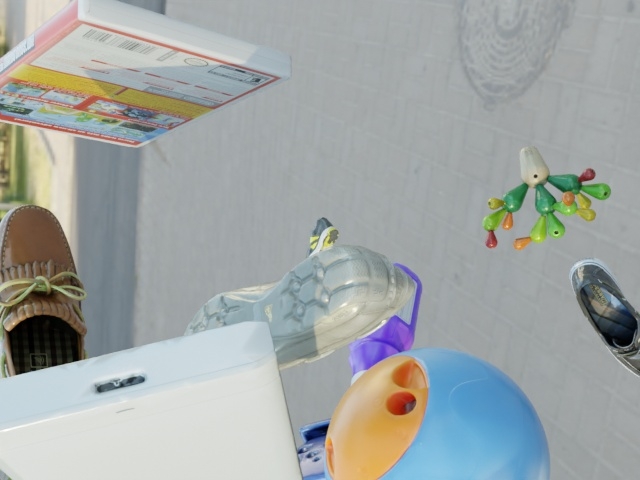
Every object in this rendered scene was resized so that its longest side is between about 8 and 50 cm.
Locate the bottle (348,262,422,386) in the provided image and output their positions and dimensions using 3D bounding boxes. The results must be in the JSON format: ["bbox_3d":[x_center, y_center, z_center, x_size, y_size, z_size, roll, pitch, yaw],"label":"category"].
[{"bbox_3d":[0.107,0.161,1.462,0.118,0.092,0.282,-40,19,35],"label":"bottle"}]

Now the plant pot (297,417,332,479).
[{"bbox_3d":[0.076,0.446,1.553,0.235,0.236,0.212,64,-160,-21],"label":"plant pot"}]

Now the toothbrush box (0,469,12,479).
[{"bbox_3d":[-0.373,0.340,0.762,0.283,0.122,0.206,-65,-32,-69],"label":"toothbrush box"}]

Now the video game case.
[{"bbox_3d":[-0.193,-0.147,0.803,0.285,0.204,0.025,-13,75,48],"label":"video game case"}]

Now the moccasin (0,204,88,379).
[{"bbox_3d":[-0.386,0.117,1.161,0.147,0.139,0.379,-43,46,47],"label":"moccasin"}]

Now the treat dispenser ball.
[{"bbox_3d":[0.147,0.283,1.096,0.288,0.288,0.288,-178,90,-68],"label":"treat dispenser ball"}]

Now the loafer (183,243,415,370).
[{"bbox_3d":[-0.036,0.094,0.931,0.320,0.112,0.112,-24,62,42],"label":"loafer"}]

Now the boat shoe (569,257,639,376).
[{"bbox_3d":[0.433,0.127,1.214,0.080,0.228,0.076,-27,17,27],"label":"boat shoe"}]

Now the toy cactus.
[{"bbox_3d":[0.370,-0.083,1.444,0.219,0.112,0.180,-24,55,22],"label":"toy cactus"}]

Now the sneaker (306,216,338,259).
[{"bbox_3d":[0.000,0.000,1.153,0.035,0.031,0.083,64,143,27],"label":"sneaker"}]

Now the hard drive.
[{"bbox_3d":[-0.121,0.171,0.671,0.307,0.203,0.040,85,171,-56],"label":"hard drive"}]
